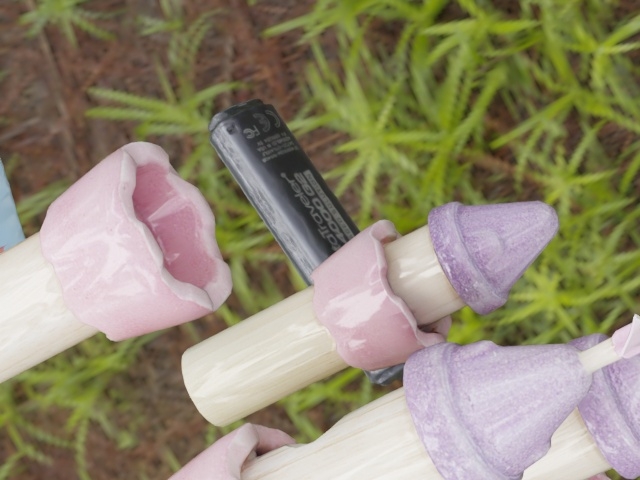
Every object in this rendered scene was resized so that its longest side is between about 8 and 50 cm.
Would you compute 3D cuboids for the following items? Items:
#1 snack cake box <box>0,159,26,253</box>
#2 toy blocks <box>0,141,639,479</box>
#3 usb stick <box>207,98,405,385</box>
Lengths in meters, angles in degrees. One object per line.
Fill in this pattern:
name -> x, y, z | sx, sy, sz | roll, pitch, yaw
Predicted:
snack cake box -> -0.212, -0.069, 0.818 | 0.264, 0.089, 0.152 | 102, 143, -72
toy blocks -> 0.051, 0.110, 0.672 | 0.260, 0.288, 0.309 | -27, 73, 20
usb stick -> 0.000, 0.000, 1.512 | 0.278, 0.077, 0.045 | 56, 138, 12
